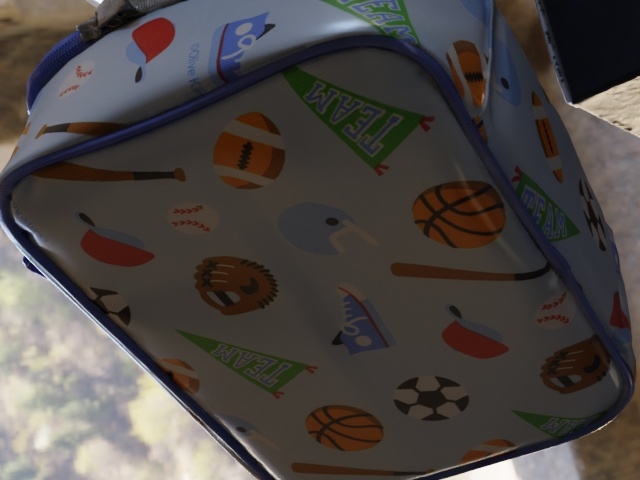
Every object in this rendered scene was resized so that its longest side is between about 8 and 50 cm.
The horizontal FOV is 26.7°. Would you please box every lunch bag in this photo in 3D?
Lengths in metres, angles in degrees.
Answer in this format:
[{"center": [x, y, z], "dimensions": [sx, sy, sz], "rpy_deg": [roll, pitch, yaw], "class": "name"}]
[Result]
[{"center": [0.000, 0.000, 0.643], "dimensions": [0.303, 0.243, 0.115], "rpy_deg": [53, -151, -37], "class": "lunch bag"}]

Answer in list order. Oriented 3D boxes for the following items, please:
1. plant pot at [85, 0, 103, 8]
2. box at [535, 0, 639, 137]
[{"center": [-0.061, -0.224, 0.739], "dimensions": [0.271, 0.255, 0.271], "rpy_deg": [-168, 90, -77], "class": "plant pot"}, {"center": [0.268, -0.160, 0.892], "dimensions": [0.207, 0.153, 0.108], "rpy_deg": [-22, 71, 29], "class": "box"}]
